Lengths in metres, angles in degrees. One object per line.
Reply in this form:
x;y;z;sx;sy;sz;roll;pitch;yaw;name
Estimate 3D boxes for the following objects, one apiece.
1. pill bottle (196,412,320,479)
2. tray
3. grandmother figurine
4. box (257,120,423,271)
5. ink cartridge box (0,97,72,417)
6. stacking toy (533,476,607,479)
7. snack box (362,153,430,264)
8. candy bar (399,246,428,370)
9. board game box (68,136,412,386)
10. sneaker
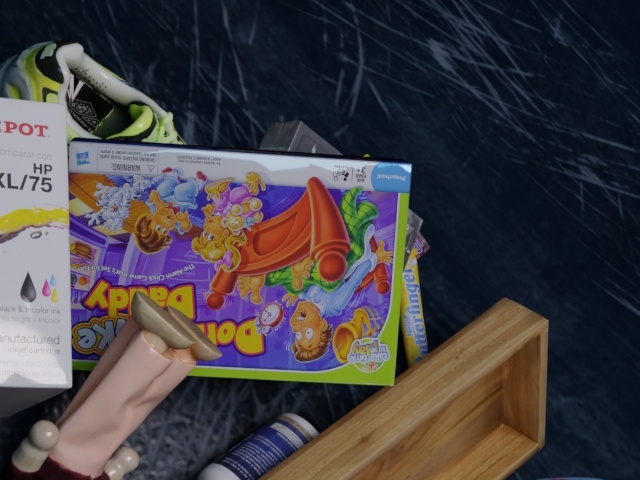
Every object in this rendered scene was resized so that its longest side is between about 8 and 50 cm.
-0.076;0.268;1.750;0.169;0.094;0.094;-33;93;-32;pill bottle
0.097;0.251;1.802;0.411;0.076;0.203;-34;135;-33;tray
-0.243;0.209;1.562;0.342;0.104;0.208;-48;146;3;grandmother figurine
0.000;0.000;1.812;0.231;0.056;0.183;36;66;-38;box
-0.357;0.017;1.491;0.198;0.197;0.270;4;75;-29;ink cartridge box
0.193;0.344;1.812;0.301;0.165;0.175;12;77;-34;stacking toy
0.055;-0.019;1.938;0.100;0.037;0.141;-39;98;-30;snack box
0.111;0.088;1.929;0.040;0.018;0.161;-14;100;-37;candy bar
-0.089;0.022;1.656;0.347;0.078;0.233;3;97;-6;board game box
-0.193;-0.066;1.748;0.384;0.147;0.145;38;59;-18;sneaker
